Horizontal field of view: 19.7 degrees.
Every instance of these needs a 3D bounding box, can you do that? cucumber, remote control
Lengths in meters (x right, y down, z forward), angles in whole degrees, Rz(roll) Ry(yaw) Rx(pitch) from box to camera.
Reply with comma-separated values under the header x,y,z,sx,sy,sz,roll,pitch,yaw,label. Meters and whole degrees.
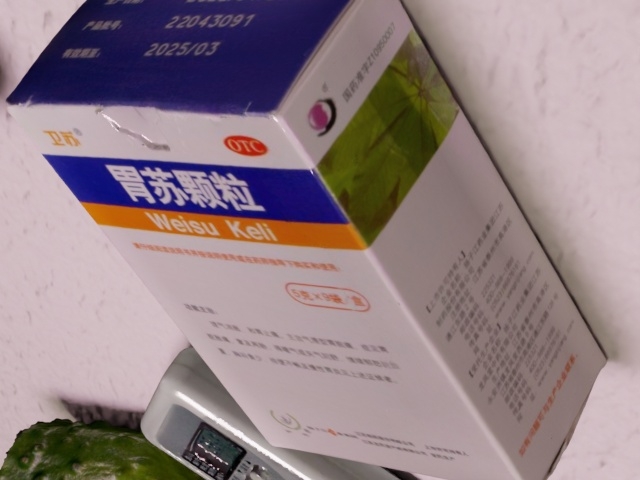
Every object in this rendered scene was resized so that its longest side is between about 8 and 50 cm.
x,y,z,sx,sy,sz,roll,pitch,yaw,label
-0.156,0.213,1.510,0.244,0.134,0.134,-3,134,46,cucumber
0.004,0.190,1.353,0.296,0.056,0.140,34,155,1,remote control

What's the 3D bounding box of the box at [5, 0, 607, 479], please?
x,y,z,sx,sy,sz,roll,pitch,yaw,label
0.000,0.000,0.991,0.200,0.106,0.299,5,142,42,box
